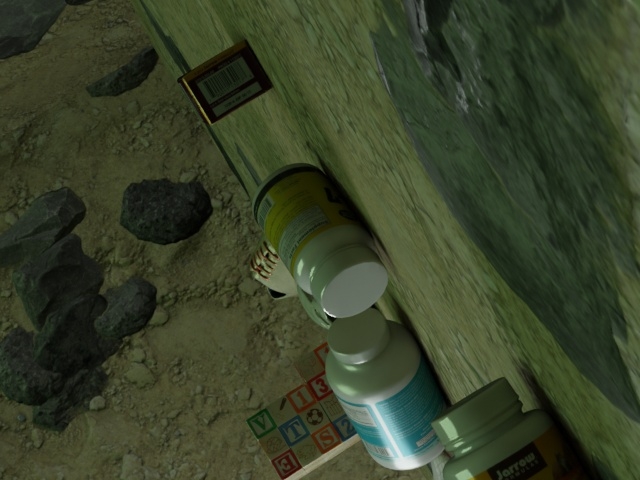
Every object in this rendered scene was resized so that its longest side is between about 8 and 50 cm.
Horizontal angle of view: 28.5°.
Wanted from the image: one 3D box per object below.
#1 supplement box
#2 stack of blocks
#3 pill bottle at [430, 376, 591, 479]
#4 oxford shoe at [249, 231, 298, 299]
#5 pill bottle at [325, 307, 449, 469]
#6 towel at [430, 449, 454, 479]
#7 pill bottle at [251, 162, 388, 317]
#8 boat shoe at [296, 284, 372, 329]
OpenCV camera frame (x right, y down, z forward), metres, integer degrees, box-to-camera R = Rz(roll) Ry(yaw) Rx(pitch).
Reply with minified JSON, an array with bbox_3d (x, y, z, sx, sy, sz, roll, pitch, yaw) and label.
[{"bbox_3d":[-0.142,-0.227,1.830,0.080,0.104,0.188,59,176,-10],"label":"supplement box"},{"bbox_3d":[0.018,0.286,2.263,0.171,0.297,0.087,56,176,17],"label":"stack of blocks"},{"bbox_3d":[0.193,0.239,1.167,0.215,0.117,0.117,58,176,6],"label":"pill bottle"},{"bbox_3d":[-0.067,0.032,2.460,0.140,0.147,0.397,58,175,24],"label":"oxford shoe"},{"bbox_3d":[0.098,0.219,1.909,0.146,0.146,0.264,54,173,50],"label":"pill bottle"},{"bbox_3d":[0.251,0.541,2.117,0.317,0.054,0.331,-129,34,-75],"label":"towel"},{"bbox_3d":[0.000,0.000,1.698,0.208,0.119,0.119,55,174,40],"label":"pill bottle"},{"bbox_3d":[0.040,0.115,2.224,0.277,0.098,0.096,41,164,44],"label":"boat shoe"}]
